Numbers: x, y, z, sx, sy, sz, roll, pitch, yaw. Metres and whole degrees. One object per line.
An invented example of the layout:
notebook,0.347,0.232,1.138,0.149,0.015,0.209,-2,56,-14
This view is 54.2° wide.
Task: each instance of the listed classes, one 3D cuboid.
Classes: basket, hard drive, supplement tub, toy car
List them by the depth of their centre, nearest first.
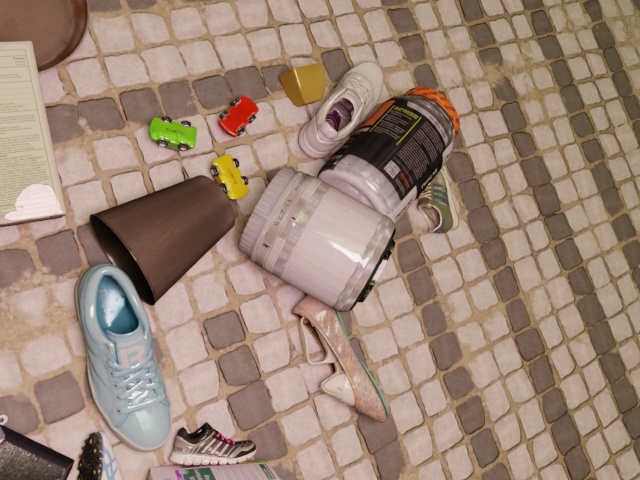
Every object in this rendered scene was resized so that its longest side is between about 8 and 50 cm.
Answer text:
hard drive,-0.544,0.457,1.039,0.172,0.054,0.255,38,67,-23
basket,-0.293,-0.021,1.221,0.227,0.154,0.204,-38,98,-30
toy car,-0.252,-0.210,1.332,0.225,0.053,0.239,10,74,-23
supplement tub,0.165,-0.190,1.436,0.207,0.207,0.338,47,65,-9

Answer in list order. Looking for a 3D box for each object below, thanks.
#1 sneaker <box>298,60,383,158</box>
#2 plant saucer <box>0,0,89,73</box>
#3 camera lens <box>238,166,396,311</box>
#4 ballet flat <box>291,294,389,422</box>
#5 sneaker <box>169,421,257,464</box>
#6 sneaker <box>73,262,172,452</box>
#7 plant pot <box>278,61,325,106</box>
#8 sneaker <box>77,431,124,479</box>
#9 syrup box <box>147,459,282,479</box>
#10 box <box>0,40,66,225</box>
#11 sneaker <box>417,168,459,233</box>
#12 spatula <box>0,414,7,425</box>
sneaker,0.076,-0.317,1.454,0.114,0.152,0.305,39,64,-10
plant saucer,-0.615,-0.455,1.217,0.310,0.050,0.311,6,76,-24
camera lens,0.000,0.000,1.282,0.274,0.219,0.219,29,67,3
ballet flat,0.030,0.263,1.341,0.106,0.107,0.316,-24,80,-22
sneaker,-0.205,0.391,1.216,0.170,0.063,0.075,4,83,-19
sneaker,-0.359,0.214,1.134,0.135,0.150,0.366,-22,89,-26
plant pot,-0.035,-0.358,1.454,0.081,0.081,0.083,-21,100,-27
sneaker,-0.372,0.459,1.122,0.086,0.085,0.237,-4,76,-52
syrup box,-0.201,0.480,1.171,0.236,0.093,0.096,6,94,-24
box,-0.559,-0.183,1.115,0.148,0.121,0.311,-10,93,-26
sneaker,0.275,-0.106,1.548,0.086,0.064,0.192,-20,91,-32
spatula,-0.627,0.361,1.040,0.242,0.019,0.168,-31,101,-32
